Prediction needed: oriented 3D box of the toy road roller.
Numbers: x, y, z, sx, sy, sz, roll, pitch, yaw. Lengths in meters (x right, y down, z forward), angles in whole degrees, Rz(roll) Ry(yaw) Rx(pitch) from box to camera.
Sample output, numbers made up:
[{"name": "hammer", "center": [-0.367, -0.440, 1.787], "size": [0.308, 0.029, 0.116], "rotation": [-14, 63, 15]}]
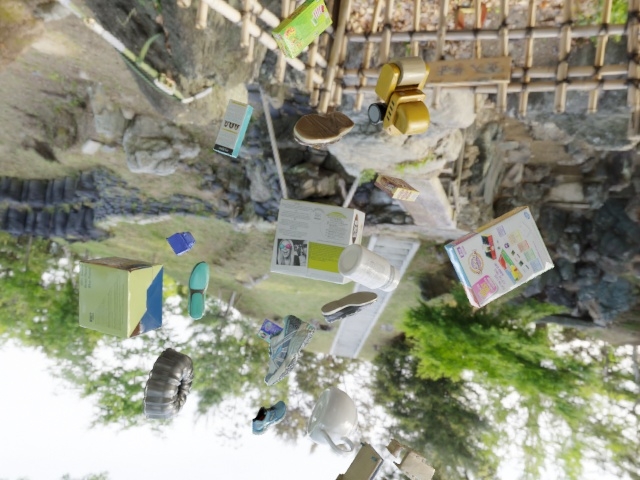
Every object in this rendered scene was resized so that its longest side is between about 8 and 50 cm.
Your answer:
[{"name": "toy road roller", "center": [0.375, -0.605, 2.072], "size": [0.203, 0.329, 0.240], "rotation": [-17, -128, -29]}]

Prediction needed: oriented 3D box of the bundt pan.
[{"name": "bundt pan", "center": [-0.682, 0.668, 2.197], "size": [0.124, 0.330, 0.331], "rotation": [10, 179, 7]}]

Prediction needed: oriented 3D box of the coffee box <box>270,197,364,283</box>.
[{"name": "coffee box", "center": [0.000, 0.000, 2.204], "size": [0.338, 0.334, 0.338], "rotation": [9, -179, 13]}]

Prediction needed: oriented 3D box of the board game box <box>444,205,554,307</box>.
[{"name": "board game box", "center": [0.629, 0.055, 1.679], "size": [0.317, 0.242, 0.064], "rotation": [-26, -174, -8]}]

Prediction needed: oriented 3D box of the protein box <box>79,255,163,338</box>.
[{"name": "protein box", "center": [-0.592, 0.162, 1.420], "size": [0.201, 0.199, 0.136], "rotation": [7, -172, 25]}]

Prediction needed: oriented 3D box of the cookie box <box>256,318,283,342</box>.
[{"name": "cookie box", "center": [-0.216, 0.409, 2.112], "size": [0.107, 0.040, 0.092], "rotation": [31, -155, -4]}]

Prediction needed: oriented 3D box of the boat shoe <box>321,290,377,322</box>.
[{"name": "boat shoe", "center": [0.107, 0.238, 1.696], "size": [0.206, 0.064, 0.075], "rotation": [-17, -152, -2]}]

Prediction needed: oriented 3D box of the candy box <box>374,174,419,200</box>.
[{"name": "candy box", "center": [0.320, -0.217, 1.981], "size": [0.109, 0.053, 0.187], "rotation": [43, -154, 30]}]

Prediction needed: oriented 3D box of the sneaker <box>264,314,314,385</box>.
[{"name": "sneaker", "center": [-0.129, 0.376, 1.655], "size": [0.122, 0.283, 0.110], "rotation": [36, -162, 17]}]

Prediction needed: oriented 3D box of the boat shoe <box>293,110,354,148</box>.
[{"name": "boat shoe", "center": [0.000, -0.375, 1.707], "size": [0.123, 0.123, 0.342], "rotation": [43, -145, 6]}]

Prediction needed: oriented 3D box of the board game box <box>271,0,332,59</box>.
[{"name": "board game box", "center": [-0.054, -0.644, 1.439], "size": [0.043, 0.181, 0.092], "rotation": [31, 163, 42]}]

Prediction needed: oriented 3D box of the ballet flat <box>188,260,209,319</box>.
[{"name": "ballet flat", "center": [-0.519, 0.205, 2.003], "size": [0.083, 0.247, 0.087], "rotation": [5, -178, -25]}]

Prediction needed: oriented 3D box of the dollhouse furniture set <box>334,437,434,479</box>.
[{"name": "dollhouse furniture set", "center": [0.232, 0.817, 1.637], "size": [0.198, 0.286, 0.303], "rotation": [37, 171, -17]}]

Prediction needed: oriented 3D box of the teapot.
[{"name": "teapot", "center": [0.072, 0.749, 1.982], "size": [0.187, 0.256, 0.252], "rotation": [29, 152, -3]}]

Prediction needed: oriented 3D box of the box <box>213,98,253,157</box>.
[{"name": "box", "center": [-0.398, -0.512, 2.185], "size": [0.101, 0.244, 0.060], "rotation": [21, -176, 13]}]

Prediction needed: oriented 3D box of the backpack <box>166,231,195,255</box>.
[{"name": "backpack", "center": [-0.605, 0.009, 2.106], "size": [0.101, 0.097, 0.120], "rotation": [-25, -177, -3]}]

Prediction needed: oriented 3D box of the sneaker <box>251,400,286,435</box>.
[{"name": "sneaker", "center": [-0.179, 0.609, 1.672], "size": [0.063, 0.073, 0.162], "rotation": [1, -161, 36]}]

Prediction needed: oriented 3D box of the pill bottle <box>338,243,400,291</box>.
[{"name": "pill bottle", "center": [0.190, 0.111, 1.820], "size": [0.229, 0.131, 0.131], "rotation": [27, 168, -32]}]
